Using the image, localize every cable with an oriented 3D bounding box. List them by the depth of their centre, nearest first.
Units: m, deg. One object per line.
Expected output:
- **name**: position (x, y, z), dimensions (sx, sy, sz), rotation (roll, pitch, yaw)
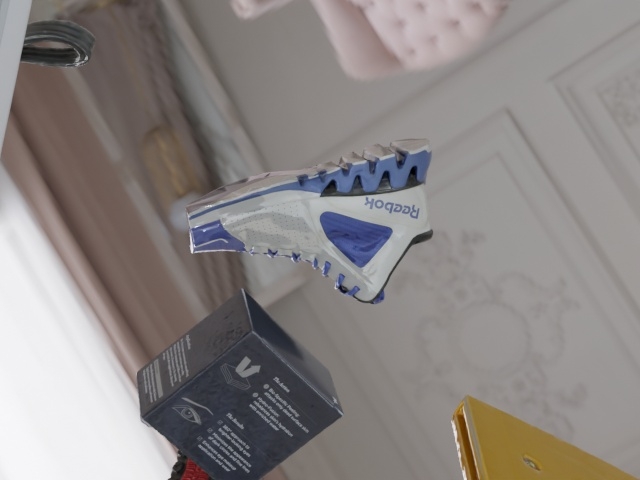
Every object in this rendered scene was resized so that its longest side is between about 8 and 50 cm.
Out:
- **cable**: position (-0.390, -0.231, 1.647), dimensions (0.287, 0.139, 0.072), rotation (-15, -134, 32)

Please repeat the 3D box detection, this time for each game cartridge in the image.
- **game cartridge**: position (0.332, 0.342, 1.860), dimensions (0.053, 0.323, 0.285), rotation (-60, -172, 15)

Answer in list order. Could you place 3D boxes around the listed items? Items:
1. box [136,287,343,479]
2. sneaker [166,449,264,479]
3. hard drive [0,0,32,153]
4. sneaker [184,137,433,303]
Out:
- **box**: position (-0.088, 0.166, 1.534), dimensions (0.158, 0.156, 0.093), rotation (-38, -151, 11)
- **sneaker**: position (-0.118, 0.281, 1.693), dimensions (0.104, 0.125, 0.262), rotation (9, -128, 25)
- **hard drive**: position (-0.374, -0.110, 1.348), dimensions (0.233, 0.353, 0.047), rotation (-15, 149, 41)
- **sneaker**: position (0.001, 0.000, 1.721), dimensions (0.315, 0.182, 0.127), rotation (-14, -170, -2)
